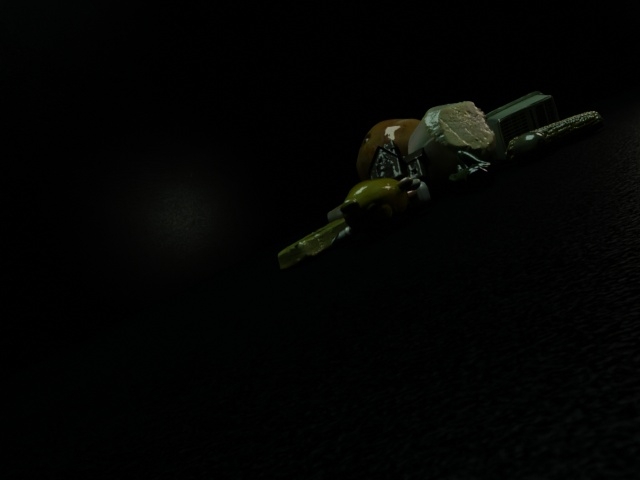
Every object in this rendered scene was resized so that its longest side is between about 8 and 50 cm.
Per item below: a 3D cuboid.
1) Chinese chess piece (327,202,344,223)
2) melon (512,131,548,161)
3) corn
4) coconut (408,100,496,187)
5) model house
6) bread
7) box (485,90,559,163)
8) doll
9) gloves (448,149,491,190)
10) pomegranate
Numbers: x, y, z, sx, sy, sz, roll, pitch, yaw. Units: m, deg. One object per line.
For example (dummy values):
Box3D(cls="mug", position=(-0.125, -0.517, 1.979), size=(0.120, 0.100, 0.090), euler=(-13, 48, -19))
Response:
Box3D(cls="Chinese chess piece", position=(0.158, -0.140, 2.402), size=(0.250, 0.102, 0.250), euler=(-24, 7, 3))
Box3D(cls="melon", position=(0.696, -0.311, 1.617), size=(0.098, 0.097, 0.131), euler=(-25, 0, -9))
Box3D(cls="corn", position=(0.801, -0.359, 1.684), size=(0.320, 0.096, 0.097), euler=(-20, 6, 25))
Box3D(cls="coconut", position=(0.494, -0.361, 1.874), size=(0.298, 0.297, 0.309), euler=(-26, -14, -21))
Box3D(cls="model house", position=(0.301, -0.281, 1.816), size=(0.205, 0.243, 0.211), euler=(-26, -36, 29))
Box3D(cls="bread", position=(0.000, 0.000, 1.770), size=(0.138, 0.077, 0.361), euler=(-22, 5, 41))
Box3D(cls="box", position=(0.806, -0.456, 1.966), size=(0.291, 0.220, 0.166), euler=(-25, 19, -4))
Box3D(cls="doll", position=(0.194, -0.106, 1.609), size=(0.423, 0.161, 0.348), euler=(-27, -16, -28))
Box3D(cls="gloves", position=(0.491, -0.219, 1.591), size=(0.135, 0.107, 0.268), euler=(-31, 20, 15))
Box3D(cls="pomegranate", position=(0.363, -0.348, 2.197), size=(0.412, 0.411, 0.411), euler=(-24, 5, 2))
